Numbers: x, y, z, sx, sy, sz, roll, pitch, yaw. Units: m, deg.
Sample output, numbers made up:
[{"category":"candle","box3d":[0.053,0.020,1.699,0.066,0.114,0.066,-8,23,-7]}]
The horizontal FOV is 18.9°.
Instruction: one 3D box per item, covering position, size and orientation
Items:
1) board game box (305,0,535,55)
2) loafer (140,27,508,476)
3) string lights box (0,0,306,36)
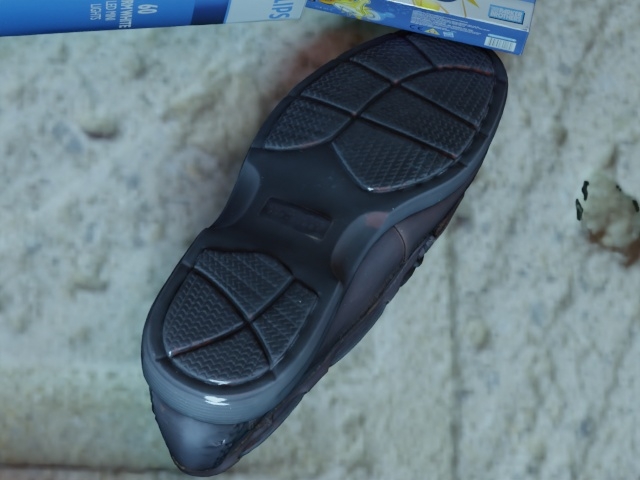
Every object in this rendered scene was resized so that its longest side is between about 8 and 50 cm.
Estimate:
[{"category":"board game box","box3d":[0.029,-0.191,1.074,0.201,0.035,0.136,12,71,1]},{"category":"loafer","box3d":[0.000,0.000,1.021,0.109,0.095,0.302,27,51,15]},{"category":"string lights box","box3d":[-0.139,-0.179,0.992,0.259,0.077,0.133,-5,77,-8]}]
